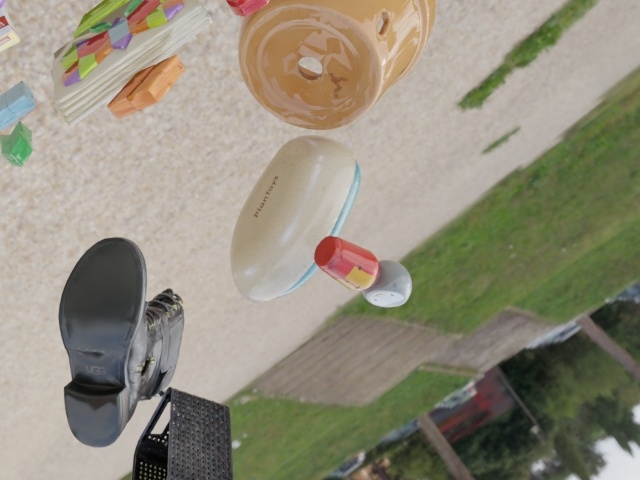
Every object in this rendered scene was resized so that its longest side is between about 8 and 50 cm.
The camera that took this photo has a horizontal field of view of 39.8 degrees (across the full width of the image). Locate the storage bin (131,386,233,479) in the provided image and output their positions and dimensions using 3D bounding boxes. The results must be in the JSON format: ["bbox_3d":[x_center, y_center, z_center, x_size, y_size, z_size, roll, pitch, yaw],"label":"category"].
[{"bbox_3d":[-0.169,0.282,1.071,0.122,0.084,0.180,-59,-158,23],"label":"storage bin"}]

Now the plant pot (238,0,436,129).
[{"bbox_3d":[0.006,-0.295,1.248,0.291,0.290,0.203,-43,-162,40],"label":"plant pot"}]

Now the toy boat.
[{"bbox_3d":[0.000,0.000,1.252,0.148,0.318,0.268,28,96,-35],"label":"toy boat"}]

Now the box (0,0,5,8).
[{"bbox_3d":[-0.585,-0.583,1.562,0.293,0.201,0.057,-42,170,38],"label":"box"}]

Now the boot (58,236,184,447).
[{"bbox_3d":[-0.222,0.100,1.058,0.229,0.091,0.263,-49,151,-72],"label":"boot"}]

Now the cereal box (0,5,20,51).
[{"bbox_3d":[-0.742,-0.467,1.817,0.173,0.240,0.047,-30,160,-3],"label":"cereal box"}]

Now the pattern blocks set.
[{"bbox_3d":[-0.190,-0.197,0.869,0.325,0.026,0.285,-42,-144,-7],"label":"pattern blocks set"}]
